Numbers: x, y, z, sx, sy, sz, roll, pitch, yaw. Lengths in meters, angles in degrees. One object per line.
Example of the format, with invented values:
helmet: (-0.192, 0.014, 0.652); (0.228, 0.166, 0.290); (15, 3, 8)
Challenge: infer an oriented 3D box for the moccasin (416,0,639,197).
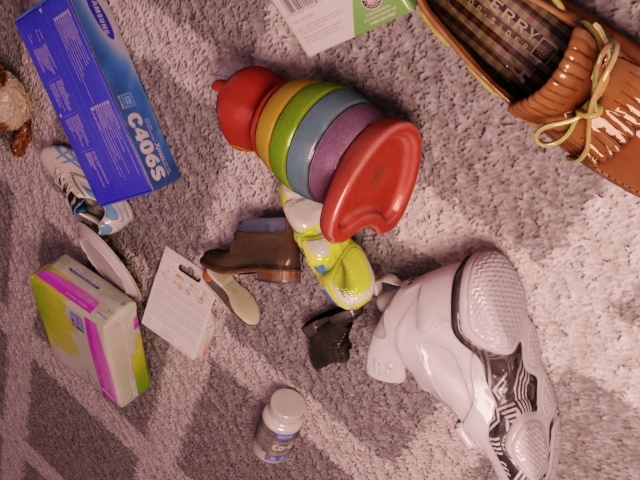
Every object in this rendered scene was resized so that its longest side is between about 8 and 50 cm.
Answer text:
moccasin: (0.248, -0.170, 0.685); (0.380, 0.147, 0.139); (48, 132, 6)

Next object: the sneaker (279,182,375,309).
sneaker: (0.000, 0.000, 0.996); (0.126, 0.091, 0.240); (105, 146, -68)

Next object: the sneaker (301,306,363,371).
sneaker: (0.028, 0.157, 1.089); (0.170, 0.051, 0.089); (-29, 95, 47)

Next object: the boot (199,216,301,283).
boot: (-0.115, 0.006, 1.113); (0.219, 0.082, 0.106); (7, 96, 38)

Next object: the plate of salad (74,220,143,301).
plate of salad: (-0.414, 0.038, 1.338); (0.199, 0.048, 0.200); (36, 151, 23)

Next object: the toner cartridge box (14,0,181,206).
toner cartridge box: (-0.380, -0.241, 1.158); (0.165, 0.075, 0.348); (-9, 108, 38)

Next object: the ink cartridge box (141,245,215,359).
ink cartridge box: (-0.260, 0.117, 1.297); (0.145, 0.045, 0.179); (30, 110, 21)

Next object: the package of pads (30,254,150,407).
package of pads: (-0.482, 0.192, 1.417); (0.229, 0.101, 0.297); (28, 137, 22)

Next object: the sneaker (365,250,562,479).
sneaker: (0.195, 0.197, 0.933); (0.210, 0.137, 0.366); (-9, 103, 39)

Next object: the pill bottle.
pill bottle: (-0.075, 0.340, 1.240); (0.078, 0.078, 0.137); (33, 129, 18)

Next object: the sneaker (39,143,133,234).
sneaker: (-0.461, -0.101, 1.285); (0.237, 0.086, 0.085); (39, 132, 15)

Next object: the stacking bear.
stacking bear: (-0.024, -0.141, 0.902); (0.289, 0.175, 0.164); (33, 115, 29)

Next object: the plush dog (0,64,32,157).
plush dog: (-0.664, -0.277, 1.308); (0.225, 0.211, 0.262); (11, 149, 16)

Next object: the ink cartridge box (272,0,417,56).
ink cartridge box: (0.001, -0.344, 0.766); (0.160, 0.093, 0.219); (-11, 127, 39)

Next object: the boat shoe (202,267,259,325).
boat shoe: (-0.160, 0.099, 1.195); (0.137, 0.049, 0.043); (48, 135, 8)
